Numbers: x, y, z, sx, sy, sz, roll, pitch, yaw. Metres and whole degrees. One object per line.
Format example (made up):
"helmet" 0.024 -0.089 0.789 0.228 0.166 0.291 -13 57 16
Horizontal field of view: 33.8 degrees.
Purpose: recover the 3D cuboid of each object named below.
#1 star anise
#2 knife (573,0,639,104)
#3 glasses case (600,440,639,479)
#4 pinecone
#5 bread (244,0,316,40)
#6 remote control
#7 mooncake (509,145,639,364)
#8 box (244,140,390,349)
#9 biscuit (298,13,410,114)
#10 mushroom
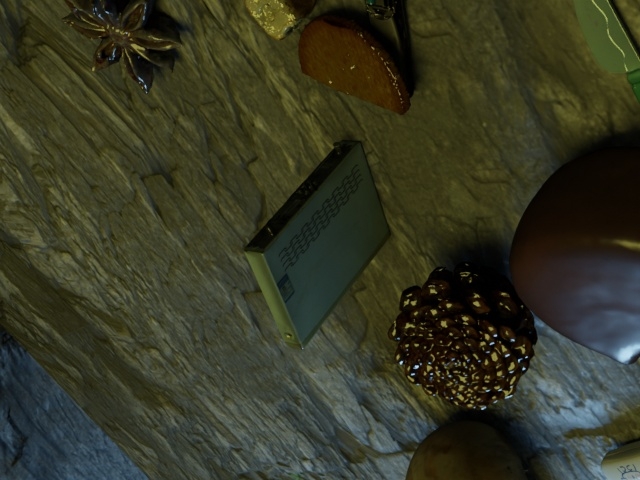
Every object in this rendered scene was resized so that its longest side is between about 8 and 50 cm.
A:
"star anise" -0.309 -0.339 1.617 0.230 0.081 0.262 19 150 27
"knife" 0.351 -0.212 1.217 0.260 0.034 0.063 54 145 -10
"glasses case" 0.519 0.346 1.632 0.076 0.049 0.197 45 144 -8
"pinecone" 0.213 0.132 1.555 0.221 0.221 0.221 24 141 21
"bread" -0.056 -0.320 1.424 0.083 0.070 0.076 48 142 -7
"remote control" 0.086 -0.276 1.377 0.059 0.028 0.212 16 138 30
"mooncake" 0.407 0.024 1.279 0.333 0.174 0.326 26 153 7
"box" 0.000 0.000 1.542 0.045 0.270 0.211 8 135 36
"biscuit" 0.041 -0.247 1.421 0.206 0.025 0.126 29 145 38
"mushroom" 0.296 0.464 1.831 0.289 0.293 0.292 13 148 -17
